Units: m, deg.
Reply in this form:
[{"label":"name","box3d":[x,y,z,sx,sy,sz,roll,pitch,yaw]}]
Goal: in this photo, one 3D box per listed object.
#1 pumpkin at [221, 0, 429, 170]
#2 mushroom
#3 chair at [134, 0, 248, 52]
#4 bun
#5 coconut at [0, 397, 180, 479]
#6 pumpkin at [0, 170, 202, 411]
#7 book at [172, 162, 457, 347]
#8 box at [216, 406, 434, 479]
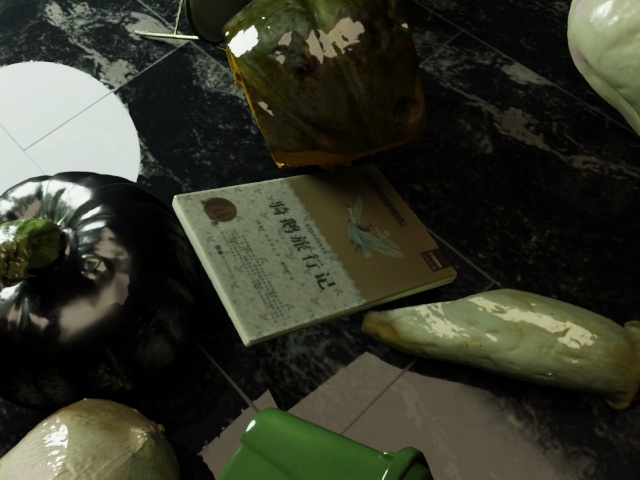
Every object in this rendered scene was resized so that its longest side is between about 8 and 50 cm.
[{"label":"pumpkin","box3d":[0.005,-0.222,0.821,0.226,0.303,0.256,-19,94,-5]},{"label":"mushroom","box3d":[0.219,0.110,0.722,0.334,0.087,0.107,13,89,14]},{"label":"chair","box3d":[-0.164,-0.386,1.006,0.326,0.170,0.159,24,63,24]},{"label":"bun","box3d":[0.526,-0.295,0.826,0.362,0.213,0.360,-1,80,6]},{"label":"coconut","box3d":[-0.233,0.253,0.623,0.195,0.194,0.194,-2,60,4]},{"label":"pumpkin","box3d":[-0.294,0.037,0.704,0.296,0.295,0.295,-2,60,4]},{"label":"book","box3d":[0.000,0.000,0.771,0.311,0.021,0.216,-14,56,-32]},{"label":"box","box3d":[-0.033,0.326,0.545,0.178,0.252,0.328,22,63,31]}]
